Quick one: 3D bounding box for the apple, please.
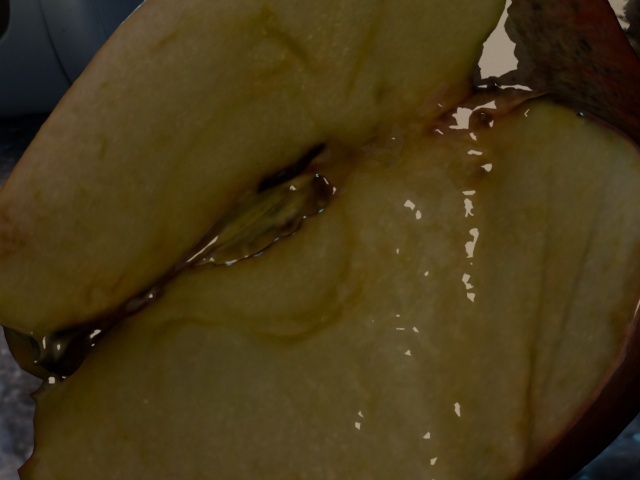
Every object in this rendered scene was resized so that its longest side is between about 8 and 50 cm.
[{"bbox_3d":[0.000,0.000,0.679,0.365,0.295,0.329,-34,12,11],"label":"apple"}]

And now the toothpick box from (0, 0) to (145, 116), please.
[{"bbox_3d":[-0.315,-0.194,0.996,0.354,0.263,0.263,-5,45,7],"label":"toothpick box"}]

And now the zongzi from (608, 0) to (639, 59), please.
[{"bbox_3d":[0.143,-0.128,0.833,0.247,0.241,0.111,-43,16,-23],"label":"zongzi"}]
